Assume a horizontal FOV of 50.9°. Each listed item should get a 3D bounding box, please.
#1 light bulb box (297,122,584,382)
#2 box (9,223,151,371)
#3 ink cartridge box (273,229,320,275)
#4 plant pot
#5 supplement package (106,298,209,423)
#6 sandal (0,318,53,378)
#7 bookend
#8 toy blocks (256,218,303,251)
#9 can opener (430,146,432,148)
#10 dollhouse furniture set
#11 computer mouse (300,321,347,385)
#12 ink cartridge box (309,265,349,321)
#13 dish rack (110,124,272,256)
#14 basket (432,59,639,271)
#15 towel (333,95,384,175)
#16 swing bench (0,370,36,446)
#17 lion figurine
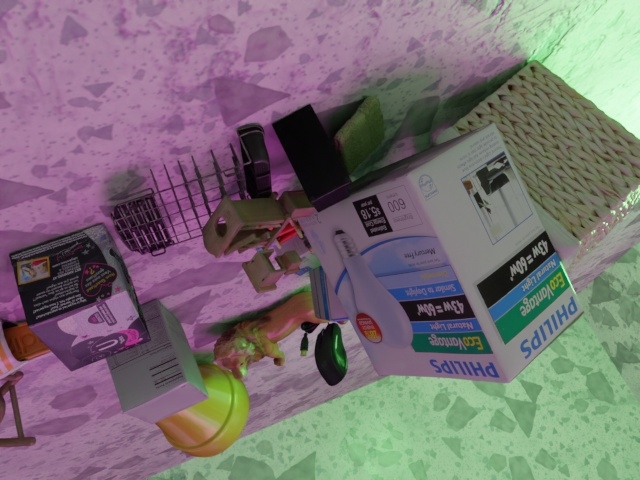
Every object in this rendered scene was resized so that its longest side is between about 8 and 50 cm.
[{"bbox_3d":[0.196,0.038,1.187,0.225,0.361,0.358,-32,-172,-30],"label":"light bulb box"},{"bbox_3d":[-0.405,0.107,1.170,0.163,0.142,0.247,-20,157,-14],"label":"box"},{"bbox_3d":[0.000,0.000,1.477,0.181,0.062,0.104,-30,158,11],"label":"ink cartridge box"},{"bbox_3d":[-0.359,0.443,1.846,0.254,0.254,0.239,-30,143,8],"label":"plant pot"},{"bbox_3d":[-0.368,0.272,1.489,0.149,0.203,0.194,-24,157,-5],"label":"supplement package"},{"bbox_3d":[-0.566,0.183,1.235,0.265,0.102,0.076,-23,158,-31],"label":"sandal"},{"bbox_3d":[0.001,-0.113,1.109,0.072,0.157,0.156,-27,157,4],"label":"bookend"},{"bbox_3d":[-0.075,-0.030,1.342,0.148,0.054,0.123,-27,158,2],"label":"toy blocks"},{"bbox_3d":[0.202,-0.123,1.430,0.073,0.059,0.186,-5,150,-41],"label":"can opener"},{"bbox_3d":[-0.074,0.013,1.110,0.182,0.161,0.101,-8,148,-45],"label":"dollhouse furniture set"},{"bbox_3d":[-0.008,0.306,1.934,0.060,0.262,0.184,26,133,-33],"label":"computer mouse"},{"bbox_3d":[0.102,0.108,1.558,0.223,0.129,0.307,-8,176,-7],"label":"ink cartridge box"},{"bbox_3d":[-0.204,-0.069,1.102,0.271,0.074,0.208,-20,156,-11],"label":"dish rack"},{"bbox_3d":[0.416,-0.108,1.314,0.266,0.331,0.328,-42,159,-7],"label":"basket"},{"bbox_3d":[0.068,-0.180,1.167,0.110,0.027,0.148,-49,161,-7],"label":"towel"},{"bbox_3d":[-0.771,0.379,1.352,0.254,0.165,0.253,-26,159,13],"label":"swing bench"},{"bbox_3d":[-0.099,0.224,1.807,0.392,0.142,0.240,-40,150,-3],"label":"lion figurine"}]
